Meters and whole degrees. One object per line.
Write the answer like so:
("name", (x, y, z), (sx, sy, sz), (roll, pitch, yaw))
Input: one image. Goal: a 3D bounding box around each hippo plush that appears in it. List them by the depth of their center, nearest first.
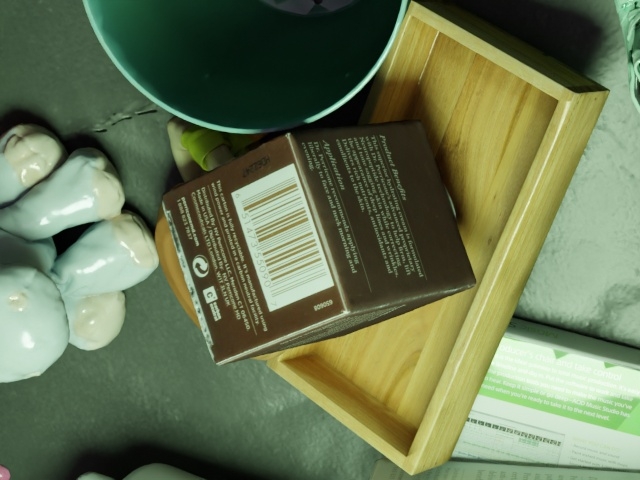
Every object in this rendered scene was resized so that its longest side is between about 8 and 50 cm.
("hippo plush", (-0.329, 0.019, 1.671), (0.294, 0.236, 0.234), (13, 111, 10))

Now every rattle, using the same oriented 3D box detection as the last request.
("rattle", (-0.067, -0.056, 1.690), (0.130, 0.143, 0.199), (8, 131, 46))

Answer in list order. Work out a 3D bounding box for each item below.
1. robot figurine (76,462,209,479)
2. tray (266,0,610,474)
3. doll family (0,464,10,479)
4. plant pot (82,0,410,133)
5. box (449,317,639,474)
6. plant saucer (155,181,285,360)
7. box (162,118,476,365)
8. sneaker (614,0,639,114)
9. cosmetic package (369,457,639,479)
("robot figurine", (-0.114, 0.358, 1.731), (0.353, 0.300, 0.200), (16, 70, 23))
("tray", (0.105, -0.004, 1.601), (0.203, 0.076, 0.411), (35, 115, 30))
("doll family", (-0.469, 0.242, 1.823), (0.118, 0.163, 0.263), (-35, 97, 22))
("plant pot", (-0.042, -0.266, 1.500), (0.293, 0.235, 0.293), (4, 109, 12))
("box", (0.209, 0.241, 1.707), (0.232, 0.058, 0.322), (15, 113, 9))
("plant saucer", (-0.104, 0.037, 1.661), (0.200, 0.037, 0.200), (42, 150, 31))
("box", (0.000, 0.000, 1.507), (0.167, 0.203, 0.168), (-24, 80, 38))
("sneaker", (0.303, -0.214, 1.474), (0.094, 0.151, 0.256), (-14, 103, 20))
("cosmetic package", (0.266, 0.354, 1.613), (0.453, 0.161, 0.230), (3, 109, 12))
